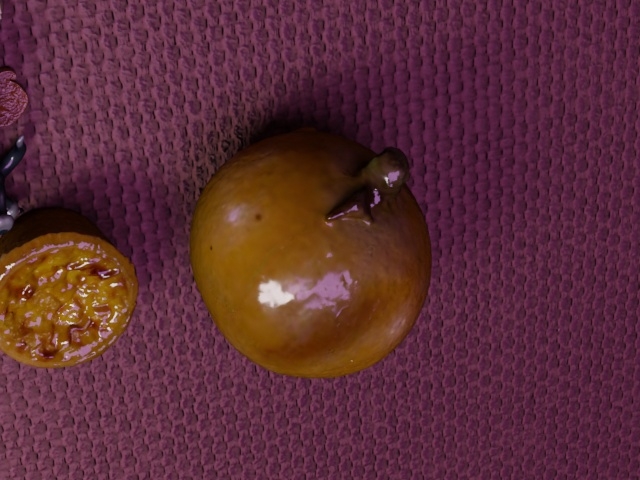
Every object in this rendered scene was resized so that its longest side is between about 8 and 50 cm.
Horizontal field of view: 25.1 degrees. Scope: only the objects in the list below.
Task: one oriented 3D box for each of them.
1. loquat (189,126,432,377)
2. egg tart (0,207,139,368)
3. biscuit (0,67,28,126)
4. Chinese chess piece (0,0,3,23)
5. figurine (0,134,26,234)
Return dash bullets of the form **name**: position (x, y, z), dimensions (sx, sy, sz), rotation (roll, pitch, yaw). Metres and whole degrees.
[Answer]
- **loquat**: position (0.000, 0.000, 1.864), dimensions (0.328, 0.328, 0.359), rotation (16, 135, -27)
- **egg tart**: position (-0.348, 0.048, 1.875), dimensions (0.202, 0.147, 0.203), rotation (-10, 122, -16)
- **biscuit**: position (-0.410, -0.185, 1.803), dimensions (0.091, 0.015, 0.078), rotation (35, 100, -32)
- **Chinese chess piece**: position (-0.441, -0.281, 1.719), dimensions (0.122, 0.051, 0.122), rotation (-8, 118, -15)
- **figurine**: position (-0.432, -0.101, 1.759), dimensions (0.265, 0.193, 0.140), rotation (35, 79, -50)
